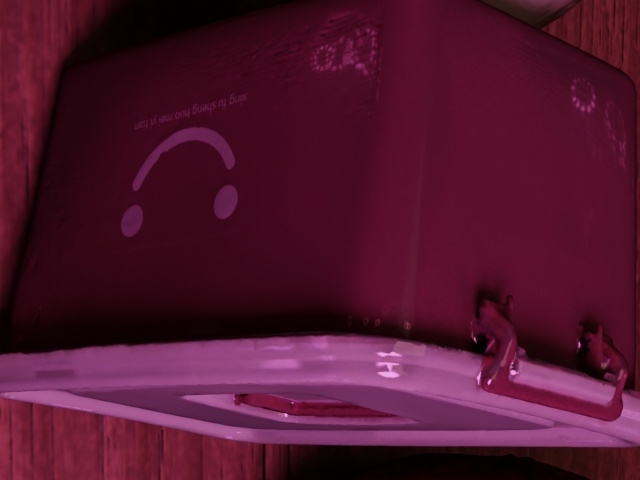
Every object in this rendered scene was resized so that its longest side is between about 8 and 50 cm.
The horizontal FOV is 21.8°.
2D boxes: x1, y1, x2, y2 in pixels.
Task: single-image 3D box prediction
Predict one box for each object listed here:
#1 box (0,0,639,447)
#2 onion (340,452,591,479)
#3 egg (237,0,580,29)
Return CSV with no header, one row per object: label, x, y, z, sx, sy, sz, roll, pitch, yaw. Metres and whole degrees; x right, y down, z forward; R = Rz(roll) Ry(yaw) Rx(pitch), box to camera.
box,0.000,0.000,0.741,0.193,0.294,0.167,19,72,-42
onion,0.078,0.234,0.841,0.276,0.276,0.276,-7,101,-41
egg,0.016,-0.239,0.714,0.287,0.287,0.379,-54,146,-22
